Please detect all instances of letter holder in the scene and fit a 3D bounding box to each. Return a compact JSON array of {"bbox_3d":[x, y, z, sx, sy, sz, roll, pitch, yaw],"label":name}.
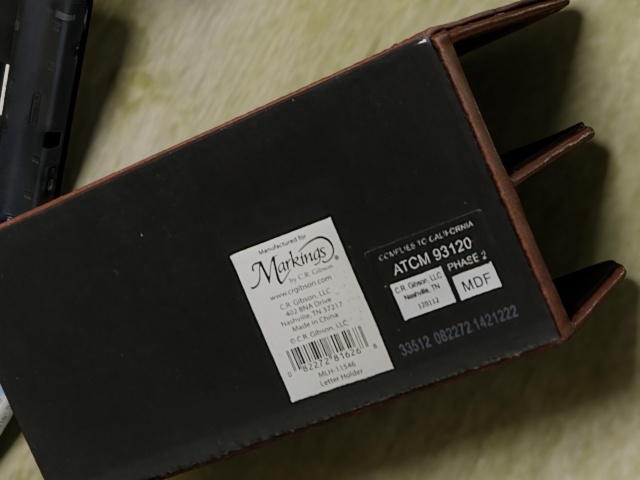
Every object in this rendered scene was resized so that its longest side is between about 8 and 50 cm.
[{"bbox_3d":[0.000,0.000,0.948,0.302,0.214,0.152,-22,94,29],"label":"letter holder"}]

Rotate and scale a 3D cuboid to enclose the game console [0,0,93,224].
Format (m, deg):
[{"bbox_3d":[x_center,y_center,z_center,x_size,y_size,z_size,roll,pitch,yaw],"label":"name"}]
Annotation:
[{"bbox_3d":[-0.190,-0.175,1.104,0.213,0.044,0.361,32,121,33],"label":"game console"}]

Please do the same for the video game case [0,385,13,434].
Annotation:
[{"bbox_3d":[-0.230,0.085,1.135,0.166,0.015,0.119,-57,50,25],"label":"video game case"}]
